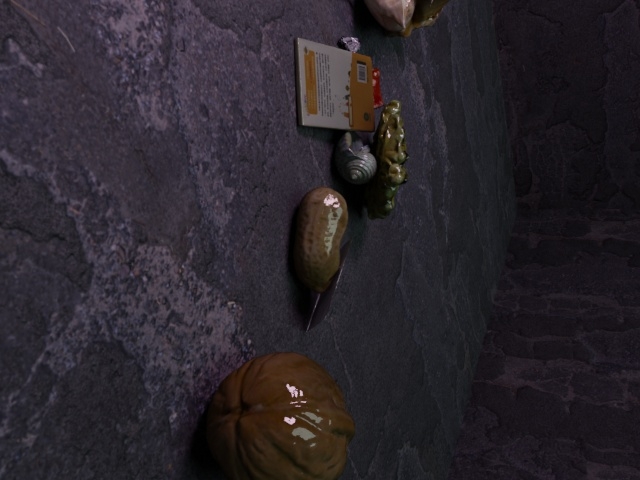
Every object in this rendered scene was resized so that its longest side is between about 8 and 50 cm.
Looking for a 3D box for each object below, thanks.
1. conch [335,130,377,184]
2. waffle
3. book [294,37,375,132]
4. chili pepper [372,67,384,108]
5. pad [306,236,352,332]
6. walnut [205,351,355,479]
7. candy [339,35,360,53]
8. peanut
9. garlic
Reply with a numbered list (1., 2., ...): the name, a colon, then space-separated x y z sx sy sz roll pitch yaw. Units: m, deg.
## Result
1. conch: 0.087 -0.220 1.469 0.135 0.102 0.153 49 16 -34
2. waffle: 0.177 -0.221 1.540 0.297 0.073 0.318 118 -25 -69
3. book: 0.045 -0.390 1.407 0.295 0.020 0.208 -7 96 -48
4. chili pepper: 0.146 -0.446 1.595 0.070 0.073 0.123 -124 -159 -64
5. pad: 0.022 0.110 1.359 0.156 0.004 0.232 -51 -163 60
6. walnut: -0.069 0.363 1.067 0.252 0.277 0.313 -46 137 3
7. candy: 0.079 -0.450 1.494 0.094 0.051 0.227 8 85 -57
8. peanut: 0.000 0.000 1.310 0.137 0.122 0.254 21 76 -69
9. garlic: 0.259 -0.705 1.579 0.313 0.285 0.250 -20 116 -75
